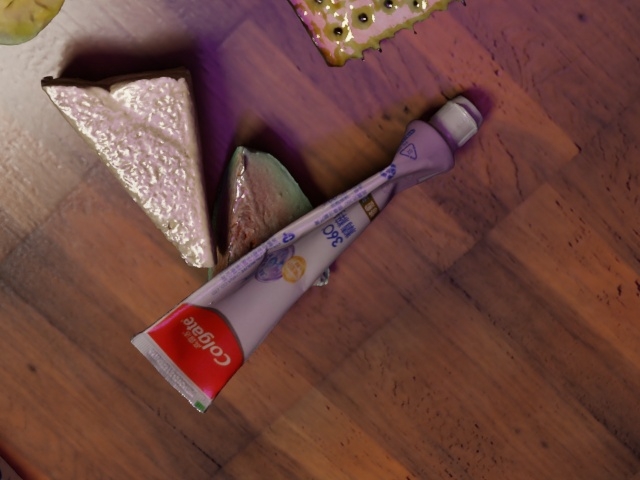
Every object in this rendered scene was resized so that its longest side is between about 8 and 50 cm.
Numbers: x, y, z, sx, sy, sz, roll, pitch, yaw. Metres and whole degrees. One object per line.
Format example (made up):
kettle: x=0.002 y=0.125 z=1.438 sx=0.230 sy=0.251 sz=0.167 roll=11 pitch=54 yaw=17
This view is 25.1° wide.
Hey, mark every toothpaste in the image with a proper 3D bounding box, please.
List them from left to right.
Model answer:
toothpaste: x=0.000 y=0.000 z=1.044 sx=0.301 sy=0.048 sz=0.075 roll=-41 pitch=140 yaw=-7

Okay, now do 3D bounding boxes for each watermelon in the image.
watermelon: x=-0.043 y=0.001 z=1.078 sx=0.101 sy=0.080 sz=0.155 roll=-4 pitch=102 yaw=-3

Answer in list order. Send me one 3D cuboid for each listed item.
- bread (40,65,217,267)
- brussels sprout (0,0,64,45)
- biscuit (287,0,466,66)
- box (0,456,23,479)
bread: x=-0.135 y=-0.050 z=1.038 sx=0.105 sy=0.077 sz=0.152 roll=-8 pitch=101 yaw=-2
brussels sprout: x=-0.239 y=-0.210 z=0.962 sx=0.151 sy=0.122 sz=0.149 roll=-22 pitch=122 yaw=-31
biscuit: x=0.074 y=-0.228 z=1.014 sx=0.231 sy=0.016 sz=0.139 roll=-30 pitch=110 yaw=10
box: x=-0.275 y=0.185 z=1.154 sx=0.024 sy=0.054 sz=0.083 roll=-35 pitch=109 yaw=8
